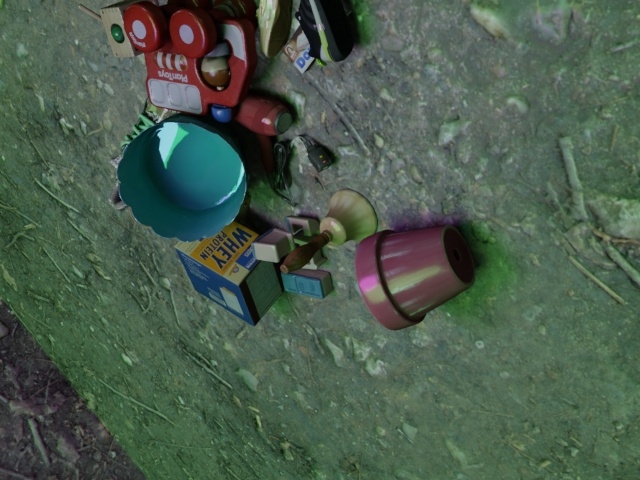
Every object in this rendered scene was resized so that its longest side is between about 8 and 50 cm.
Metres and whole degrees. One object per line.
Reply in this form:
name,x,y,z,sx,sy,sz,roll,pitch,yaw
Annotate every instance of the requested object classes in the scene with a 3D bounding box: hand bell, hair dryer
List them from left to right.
hair dryer,-0.125,-0.212,1.727,0.293,0.080,0.223,52,140,2
hand bell,0.000,0.000,1.642,0.126,0.242,0.126,22,130,29

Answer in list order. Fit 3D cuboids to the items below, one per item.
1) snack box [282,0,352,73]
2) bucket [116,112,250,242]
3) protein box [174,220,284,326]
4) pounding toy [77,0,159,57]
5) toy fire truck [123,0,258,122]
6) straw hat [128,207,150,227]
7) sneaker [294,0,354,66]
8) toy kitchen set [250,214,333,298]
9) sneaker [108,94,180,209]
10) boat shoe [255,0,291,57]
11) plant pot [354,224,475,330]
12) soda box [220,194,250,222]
snack box,-0.009,-0.403,1.535,0.064,0.022,0.178,48,138,2
bucket,-0.290,-0.148,1.752,0.281,0.183,0.281,1,110,2
protein box,-0.211,0.065,1.908,0.199,0.136,0.201,28,154,24
pounding toy,-0.436,-0.480,1.768,0.100,0.141,0.130,8,122,38
toy fire truck,-0.254,-0.377,1.650,0.302,0.169,0.254,16,126,30
straw hat,-0.429,-0.093,2.086,0.144,0.144,0.061,35,174,18
sneaker,-0.017,-0.427,1.444,0.097,0.084,0.235,5,122,38
toy kitchen set,-0.083,0.058,1.811,0.122,0.166,0.207,10,123,37
sneaker,-0.405,-0.220,1.879,0.158,0.182,0.410,33,127,16
boat shoe,-0.096,-0.446,1.557,0.059,0.063,0.170,30,125,26
plant pot,0.194,0.058,1.564,0.180,0.201,0.201,-23,102,31
soda box,-0.258,-0.114,1.928,0.181,0.058,0.061,33,136,21
